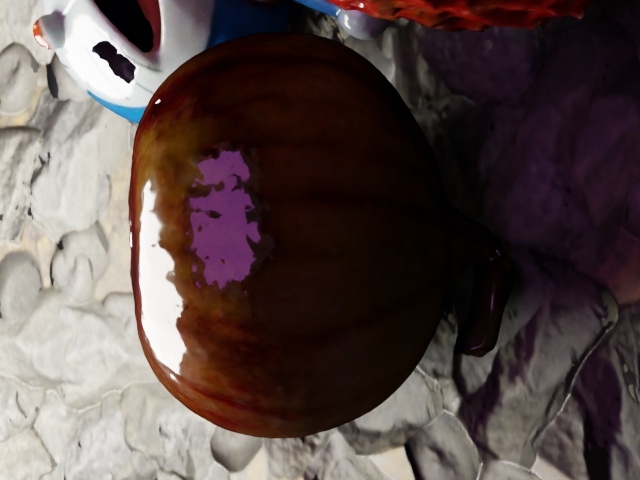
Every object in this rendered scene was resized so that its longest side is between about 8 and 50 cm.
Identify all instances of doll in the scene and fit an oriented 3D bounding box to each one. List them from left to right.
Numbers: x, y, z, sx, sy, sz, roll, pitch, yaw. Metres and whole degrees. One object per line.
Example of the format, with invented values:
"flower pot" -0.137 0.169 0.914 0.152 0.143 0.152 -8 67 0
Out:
"doll" -0.065 -0.177 1.210 0.257 0.161 0.215 -44 78 31

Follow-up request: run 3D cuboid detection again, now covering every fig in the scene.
"fig" -0.018 -0.002 1.137 0.235 0.214 0.235 60 169 19

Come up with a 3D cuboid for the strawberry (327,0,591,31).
"strawberry" 0.086 -0.231 0.958 0.351 0.312 0.267 1 109 50
